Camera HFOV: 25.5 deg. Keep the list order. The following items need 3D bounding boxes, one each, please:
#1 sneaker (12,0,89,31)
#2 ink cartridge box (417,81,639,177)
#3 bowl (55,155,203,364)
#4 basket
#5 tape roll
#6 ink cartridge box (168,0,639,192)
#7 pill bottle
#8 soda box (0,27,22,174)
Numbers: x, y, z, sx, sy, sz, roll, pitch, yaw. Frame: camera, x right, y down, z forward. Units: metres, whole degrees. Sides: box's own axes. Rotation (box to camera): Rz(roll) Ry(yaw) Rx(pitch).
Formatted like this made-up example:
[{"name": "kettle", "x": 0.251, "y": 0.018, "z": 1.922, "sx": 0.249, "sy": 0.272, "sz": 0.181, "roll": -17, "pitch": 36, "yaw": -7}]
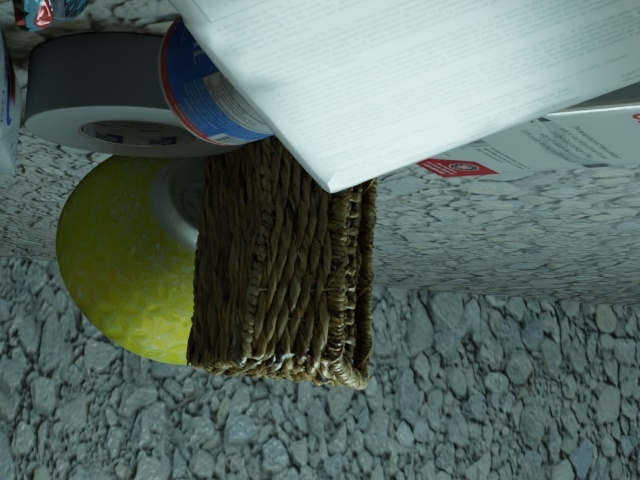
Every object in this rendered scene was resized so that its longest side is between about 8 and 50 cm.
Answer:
[{"name": "sneaker", "x": -0.136, "y": -0.197, "z": 0.903, "sx": 0.125, "sy": 0.104, "sz": 0.262, "roll": 2, "pitch": 172, "yaw": -11}, {"name": "ink cartridge box", "x": 0.189, "y": -0.132, "z": 1.190, "sx": 0.272, "sy": 0.114, "sz": 0.197, "roll": -2, "pitch": 169, "yaw": 29}, {"name": "bowl", "x": -0.149, "y": -0.016, "z": 1.657, "sx": 0.289, "sy": 0.289, "sz": 0.156, "roll": 6, "pitch": 147, "yaw": -24}, {"name": "basket", "x": 0.000, "y": 0.000, "z": 1.500, "sx": 0.223, "sy": 0.299, "sz": 0.213, "roll": 9, "pitch": 168, "yaw": -22}, {"name": "tape roll", "x": -0.178, "y": -0.138, "z": 1.391, "sx": 0.219, "sy": 0.072, "sz": 0.219, "roll": 1, "pitch": 171, "yaw": 0}, {"name": "ink cartridge box", "x": 0.075, "y": -0.180, "z": 0.803, "sx": 0.308, "sy": 0.091, "sz": 0.385, "roll": -19, "pitch": 154, "yaw": 12}, {"name": "pill bottle", "x": -0.025, "y": -0.151, "z": 1.106, "sx": 0.124, "sy": 0.124, "sz": 0.221, "roll": 8, "pitch": 169, "yaw": -34}, {"name": "soda box", "x": -0.351, "y": -0.137, "z": 1.380, "sx": 0.098, "sy": 0.091, "sz": 0.286, "roll": 5, "pitch": 171, "yaw": -6}]
